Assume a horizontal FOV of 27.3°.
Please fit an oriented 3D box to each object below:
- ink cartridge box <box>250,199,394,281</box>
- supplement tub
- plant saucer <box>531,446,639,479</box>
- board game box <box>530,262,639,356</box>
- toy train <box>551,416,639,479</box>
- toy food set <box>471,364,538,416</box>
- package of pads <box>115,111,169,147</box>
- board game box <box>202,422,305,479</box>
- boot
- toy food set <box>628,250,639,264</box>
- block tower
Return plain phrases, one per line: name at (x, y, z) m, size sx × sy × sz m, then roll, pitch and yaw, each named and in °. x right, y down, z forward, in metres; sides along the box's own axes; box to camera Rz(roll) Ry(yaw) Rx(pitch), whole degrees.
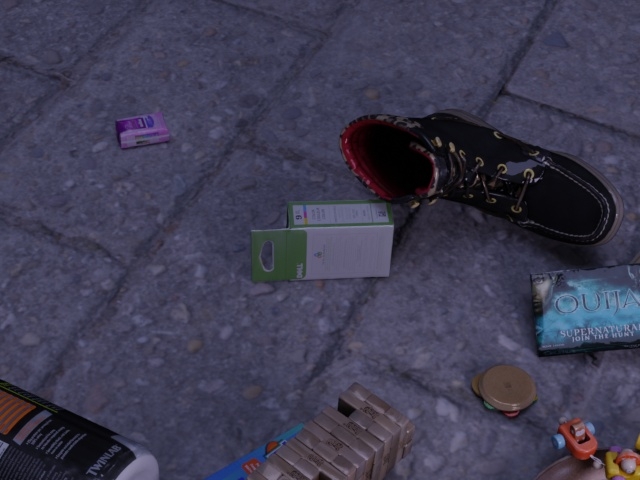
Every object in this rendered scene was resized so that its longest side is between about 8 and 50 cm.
ink cartridge box at (0.000, 0.000, 1.942) m, size 0.209 × 0.109 × 0.062 m, roll -3°, pitch 45°, yaw -5°
supplement tub at (-0.370, 0.280, 1.583) m, size 0.316 × 0.193 × 0.193 m, roll 22°, pitch 48°, yaw 18°
plant saucer at (0.384, 0.394, 1.617) m, size 0.310 × 0.050 × 0.311 m, roll 2°, pitch 44°, yaw -2°
board game box at (0.397, 0.097, 1.877) m, size 0.186 × 0.026 × 0.126 m, roll -6°, pitch 61°, yaw 9°
toy train at (0.390, 0.250, 1.694) m, size 0.166 × 0.046 × 0.125 m, roll -15°, pitch 49°, yaw -17°
toy food set at (0.256, 0.206, 1.816) m, size 0.083 × 0.020 × 0.082 m, roll -19°, pitch 50°, yaw -22°
package of pads at (-0.293, -0.181, 2.159) m, size 0.083 × 0.032 × 0.050 m, roll -11°, pitch 44°, yaw -14°
board game box at (-0.060, 0.340, 1.644) m, size 0.210 × 0.047 × 0.160 m, roll -27°, pitch 53°, yaw -28°
boot at (0.233, -0.093, 1.952) m, size 0.377 × 0.138 × 0.284 m, roll 35°, pitch 24°, yaw 32°
toy food set at (0.596, 0.022, 1.967) m, size 0.219 × 0.092 × 0.306 m, roll 31°, pitch 51°, yaw 24°
block tower at (-0.025, 0.304, 1.585) m, size 0.097 × 0.091 × 0.335 m, roll 32°, pitch 51°, yaw 25°
